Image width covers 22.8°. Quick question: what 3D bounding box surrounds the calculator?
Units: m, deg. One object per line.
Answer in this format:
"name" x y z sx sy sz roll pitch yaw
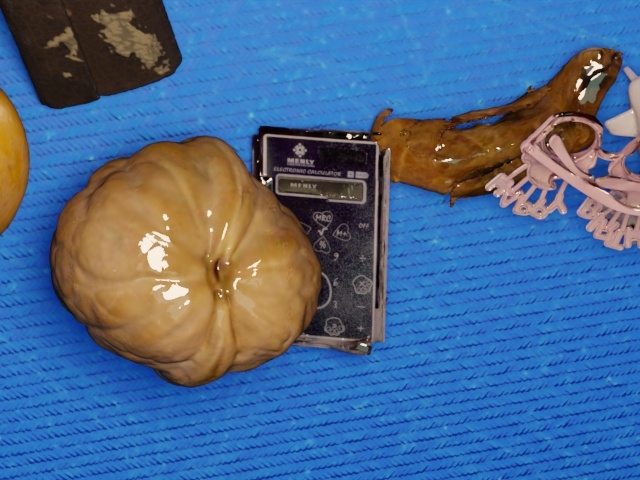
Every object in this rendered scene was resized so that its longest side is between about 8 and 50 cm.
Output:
"calculator" 0.000 0.000 1.878 0.165 0.028 0.274 5 108 13

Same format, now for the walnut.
"walnut" -0.154 0.022 1.767 0.296 0.285 0.285 6 106 -24

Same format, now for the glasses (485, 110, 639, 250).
"glasses" 0.323 -0.048 1.812 0.255 0.095 0.162 17 136 -9

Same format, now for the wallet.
"wallet" -0.260 -0.269 1.697 0.170 0.044 0.321 -21 141 -5

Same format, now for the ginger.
"ginger" 0.214 -0.125 1.868 0.309 0.107 0.133 -16 84 -3

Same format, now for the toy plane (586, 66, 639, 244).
"toy plane" 0.434 -0.101 1.899 0.244 0.117 0.245 -5 118 -9

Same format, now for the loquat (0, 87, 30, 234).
"loquat" -0.427 -0.083 1.712 0.235 0.235 0.235 -3 107 -8
